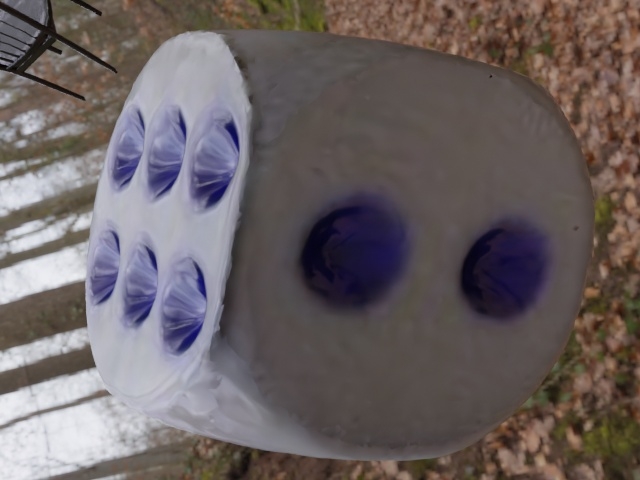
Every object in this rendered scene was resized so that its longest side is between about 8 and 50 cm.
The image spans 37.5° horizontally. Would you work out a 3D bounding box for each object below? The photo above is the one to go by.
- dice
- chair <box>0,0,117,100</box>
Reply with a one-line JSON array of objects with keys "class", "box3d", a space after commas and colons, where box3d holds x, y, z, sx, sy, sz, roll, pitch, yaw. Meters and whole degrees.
[{"class": "dice", "box3d": [0.000, 0.000, 0.630, 0.259, 0.251, 0.243, 18, 100, 60]}, {"class": "chair", "box3d": [-0.127, -0.090, 0.392, 0.086, 0.037, 0.042, 14, -136, -58]}]
